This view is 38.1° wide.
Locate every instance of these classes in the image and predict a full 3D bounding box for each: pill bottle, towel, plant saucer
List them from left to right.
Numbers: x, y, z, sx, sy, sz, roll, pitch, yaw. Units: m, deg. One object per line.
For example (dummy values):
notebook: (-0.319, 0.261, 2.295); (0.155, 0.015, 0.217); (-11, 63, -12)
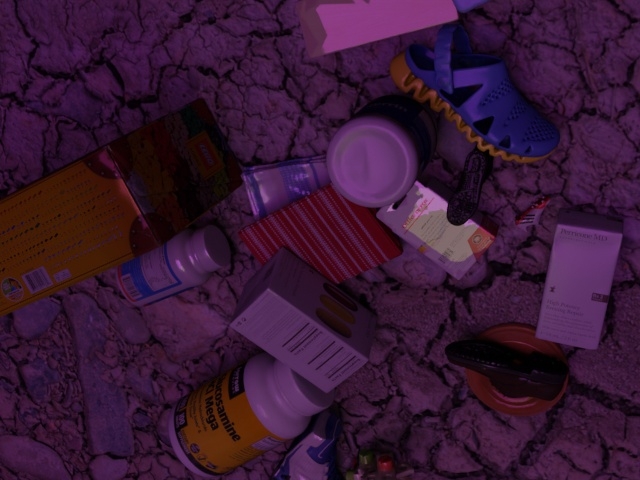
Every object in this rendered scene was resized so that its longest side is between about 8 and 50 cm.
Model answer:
pill bottle: (-0.297, 0.047, 1.888); (0.222, 0.124, 0.124); (-21, 103, 24)
pill bottle: (-0.141, 0.347, 1.918); (0.334, 0.188, 0.188); (-33, 98, 26)
towel: (-0.002, -0.063, 1.794); (0.285, 0.034, 0.209); (-7, 109, 21)
towel: (0.000, 0.000, 1.785); (0.275, 0.031, 0.199); (-25, 114, 29)
pill bottle: (0.116, -0.164, 1.583); (0.153, 0.264, 0.153); (6, 111, 16)
plant saucer: (0.377, 0.256, 1.790); (0.200, 0.037, 0.199); (7, 112, 17)

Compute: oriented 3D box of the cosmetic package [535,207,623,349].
cosmetic package: (0.462, 0.069, 1.660); (0.117, 0.085, 0.231); (10, 115, 15)

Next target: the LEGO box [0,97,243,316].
LEGO box: (-0.451, -0.051, 1.762); (0.500, 0.372, 0.193); (-22, 102, 25)

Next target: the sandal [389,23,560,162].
sandal: (0.272, -0.251, 1.561); (0.317, 0.126, 0.138); (33, 132, 0)

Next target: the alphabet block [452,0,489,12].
alphabet block: (0.272, -0.488, 1.438); (0.192, 0.197, 0.193); (-21, 102, 26)

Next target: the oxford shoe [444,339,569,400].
oxford shoe: (0.339, 0.251, 1.735); (0.227, 0.083, 0.096); (17, 120, 13)

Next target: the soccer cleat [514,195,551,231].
soccer cleat: (0.388, -0.048, 1.671); (0.036, 0.029, 0.083); (41, 121, -10)

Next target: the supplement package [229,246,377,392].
supplement package: (-0.029, 0.156, 1.799); (0.244, 0.139, 0.134); (36, 125, -15)

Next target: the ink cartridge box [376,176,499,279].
ink cartridge box: (0.215, -0.035, 1.710); (0.198, 0.067, 0.115); (37, 117, -1)

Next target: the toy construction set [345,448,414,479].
toy construction set: (0.112, 0.559, 1.901); (0.151, 0.215, 0.327); (11, 114, 14)

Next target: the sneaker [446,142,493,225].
sneaker: (0.274, -0.111, 1.640); (0.051, 0.089, 0.170); (22, 110, 16)

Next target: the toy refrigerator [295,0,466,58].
toy refrigerator: (0.105, -0.398, 1.593); (0.270, 0.094, 0.102); (-11, 103, 21)

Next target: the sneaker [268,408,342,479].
sneaker: (0.000, 0.505, 1.981); (0.182, 0.127, 0.315); (31, 124, 1)
